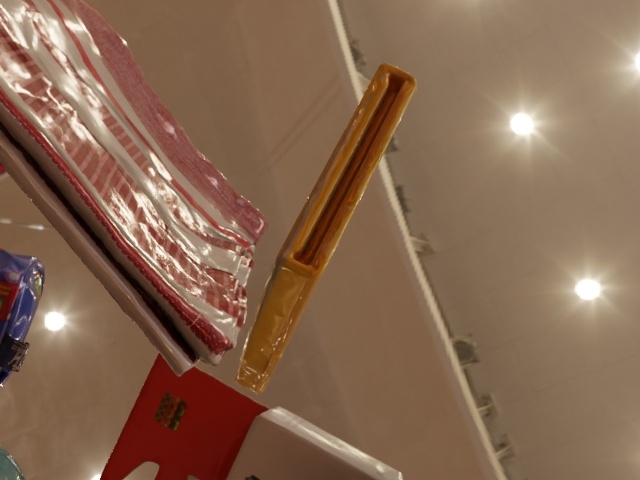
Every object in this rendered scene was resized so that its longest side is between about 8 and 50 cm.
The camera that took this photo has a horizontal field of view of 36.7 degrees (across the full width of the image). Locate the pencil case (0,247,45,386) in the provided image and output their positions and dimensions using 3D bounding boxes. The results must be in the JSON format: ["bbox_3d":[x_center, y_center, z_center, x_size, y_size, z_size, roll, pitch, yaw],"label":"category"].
[{"bbox_3d":[-0.388,0.045,0.806,0.306,0.119,0.133,14,-103,-9],"label":"pencil case"}]

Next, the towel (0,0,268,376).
[{"bbox_3d":[-0.120,-0.061,0.583,0.037,0.329,0.237,-37,-81,6],"label":"towel"}]

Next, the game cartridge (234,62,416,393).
[{"bbox_3d":[0.000,0.000,1.089,0.053,0.323,0.285,25,-122,3],"label":"game cartridge"}]

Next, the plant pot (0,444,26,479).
[{"bbox_3d":[-0.512,0.414,1.232,0.272,0.255,0.271,-5,-71,-16],"label":"plant pot"}]

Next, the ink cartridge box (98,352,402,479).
[{"bbox_3d":[-0.097,0.262,0.801,0.239,0.060,0.275,26,-86,11],"label":"ink cartridge box"}]
